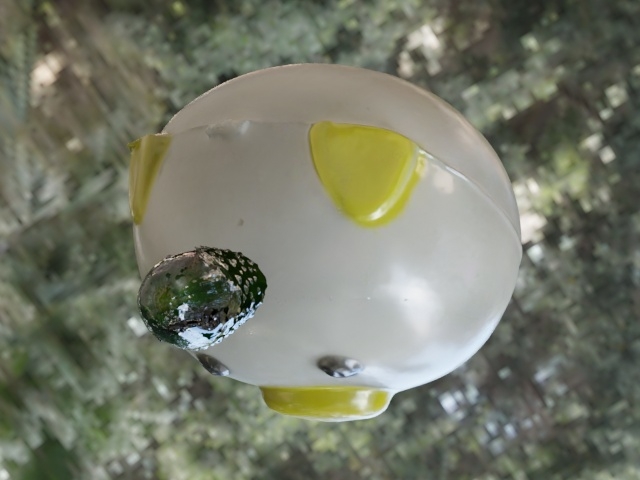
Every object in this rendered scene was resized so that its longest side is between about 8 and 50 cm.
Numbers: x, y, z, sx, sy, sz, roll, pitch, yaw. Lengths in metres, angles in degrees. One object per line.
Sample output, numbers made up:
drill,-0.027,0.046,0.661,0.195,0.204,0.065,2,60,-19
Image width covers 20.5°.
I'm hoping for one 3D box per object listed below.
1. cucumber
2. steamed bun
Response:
cucumber,-0.076,0.038,1.208,0.069,0.069,0.227,-30,176,9
steamed bun,0.002,-0.006,1.638,0.374,0.334,0.334,-5,-147,36
